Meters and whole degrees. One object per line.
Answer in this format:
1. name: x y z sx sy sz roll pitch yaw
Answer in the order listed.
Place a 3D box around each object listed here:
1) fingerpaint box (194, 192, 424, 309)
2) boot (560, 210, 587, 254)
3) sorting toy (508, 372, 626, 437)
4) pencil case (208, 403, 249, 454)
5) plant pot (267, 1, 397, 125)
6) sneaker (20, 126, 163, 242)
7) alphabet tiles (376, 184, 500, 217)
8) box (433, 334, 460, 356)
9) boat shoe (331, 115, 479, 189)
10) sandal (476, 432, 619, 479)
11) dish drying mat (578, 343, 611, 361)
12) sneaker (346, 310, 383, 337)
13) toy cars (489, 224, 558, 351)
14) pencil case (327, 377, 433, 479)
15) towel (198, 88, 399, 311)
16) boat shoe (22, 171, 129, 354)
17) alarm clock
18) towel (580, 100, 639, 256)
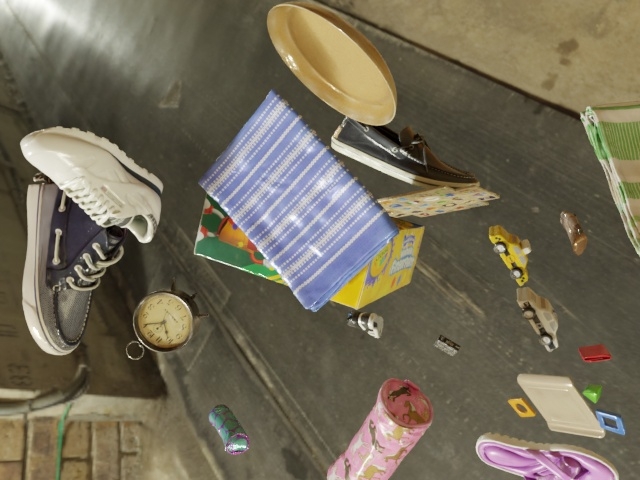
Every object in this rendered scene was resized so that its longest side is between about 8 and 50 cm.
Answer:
1. fingerpaint box: 0.000 0.000 1.344 0.371 0.445 0.163 17 99 19
2. boot: 0.715 -0.026 1.686 0.042 0.118 0.087 -19 39 -3
3. sorting toy: 0.651 0.435 1.603 0.196 0.047 0.348 56 150 -11
4. pencil case: -0.243 0.496 1.558 0.152 0.065 0.070 33 107 57
5. plant pot: 0.023 -0.263 0.876 0.236 0.236 0.032 28 75 45
6. sneaker: -0.311 -0.076 0.834 0.090 0.235 0.094 -12 65 28
7. alphabet tiles: 0.319 -0.109 1.704 0.343 0.285 0.011 -10 78 38
8. box: 0.372 0.310 1.744 0.067 0.083 0.018 29 72 14
9. boat shoe: 0.275 -0.281 1.886 0.500 0.187 0.155 26 109 15
10. sandal: 0.654 0.683 1.756 0.416 0.102 0.169 -3 116 41
11. dish drying mat: 0.338 0.139 0.732 0.032 0.083 0.008 -14 84 19
12. sneaker: 0.167 0.311 2.268 0.121 0.217 0.079 10 71 19
13. toy cars: 0.604 0.121 1.709 0.087 0.176 0.393 -30 61 26
14. pencil case: 0.153 0.540 1.563 0.386 0.160 0.167 -65 31 31
15. towel: -0.048 -0.062 1.053 0.336 0.040 0.243 49 117 7
16. boat shoe: -0.431 0.041 1.066 0.158 0.127 0.340 0 95 19
17. alarm clock: -0.331 0.177 1.236 0.192 0.064 0.129 -42 90 4
18. towel: 0.665 -0.128 1.149 0.038 0.248 0.324 115 144 -68
